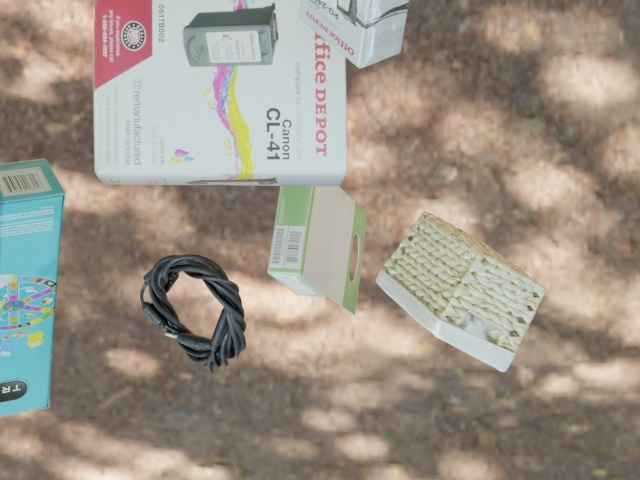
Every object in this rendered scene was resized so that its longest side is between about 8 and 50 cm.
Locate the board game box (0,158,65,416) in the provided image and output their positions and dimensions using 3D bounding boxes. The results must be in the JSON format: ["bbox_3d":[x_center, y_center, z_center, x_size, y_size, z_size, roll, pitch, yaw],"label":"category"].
[{"bbox_3d":[-0.443,0.075,1.631,0.253,0.079,0.336,-9,131,-27],"label":"board game box"}]

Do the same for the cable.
[{"bbox_3d":[-0.149,0.086,1.657,0.151,0.047,0.184,58,144,0],"label":"cable"}]

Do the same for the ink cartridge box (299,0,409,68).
[{"bbox_3d":[0.039,-0.276,1.477,0.063,0.109,0.150,-27,145,-30],"label":"ink cartridge box"}]

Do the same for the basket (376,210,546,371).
[{"bbox_3d":[0.154,0.051,1.512,0.113,0.167,0.103,28,98,-27],"label":"basket"}]

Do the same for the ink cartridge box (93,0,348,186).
[{"bbox_3d":[-0.122,-0.182,1.705,0.306,0.226,0.131,-1,178,-3],"label":"ink cartridge box"}]

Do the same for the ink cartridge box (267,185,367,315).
[{"bbox_3d":[0.000,0.000,2.000,0.056,0.171,0.235,2,163,20],"label":"ink cartridge box"}]
